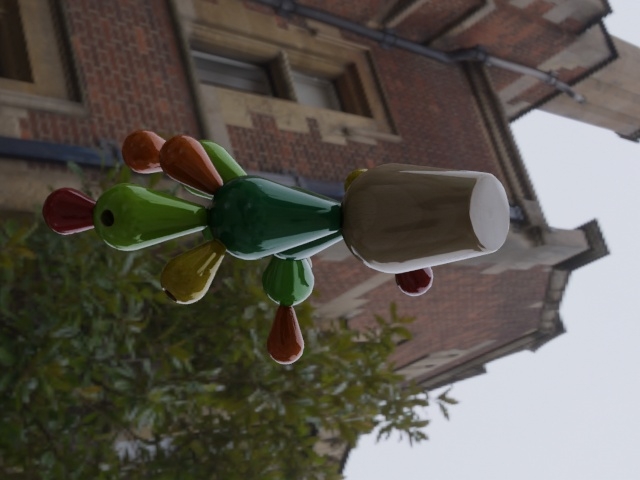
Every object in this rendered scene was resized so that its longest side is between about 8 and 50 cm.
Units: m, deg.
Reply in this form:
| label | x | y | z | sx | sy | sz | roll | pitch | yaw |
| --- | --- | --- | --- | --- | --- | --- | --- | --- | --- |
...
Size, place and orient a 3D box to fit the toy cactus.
| label | x | y | z | sx | sy | sz | roll | pitch | yaw |
| --- | --- | --- | --- | --- | --- | --- | --- | --- | --- |
| toy cactus | 0.000 | 0.000 | 0.441 | 0.180 | 0.219 | 0.112 | -3 | -105 | 42 |
